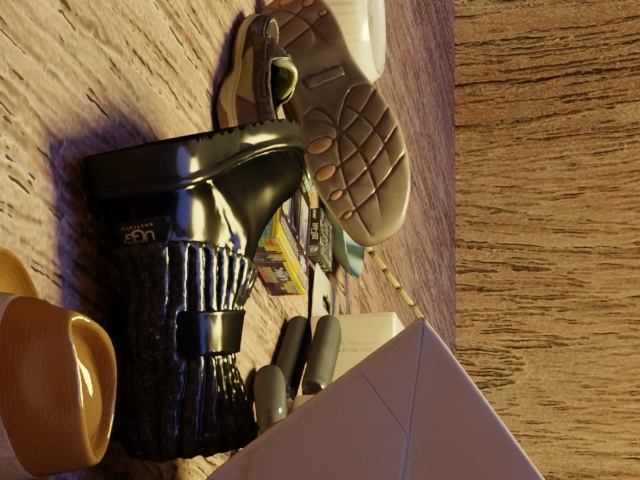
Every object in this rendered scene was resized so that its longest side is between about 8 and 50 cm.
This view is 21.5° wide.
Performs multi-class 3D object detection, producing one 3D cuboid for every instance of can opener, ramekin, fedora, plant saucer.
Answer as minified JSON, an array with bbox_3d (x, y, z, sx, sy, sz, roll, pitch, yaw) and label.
[{"bbox_3d":[-0.026,0.150,1.947,0.283,0.076,0.095,-75,160,-62],"label":"can opener"},{"bbox_3d":[0.021,-0.293,2.212,0.207,0.109,0.207,-3,90,-79],"label":"ramekin"},{"bbox_3d":[-0.183,0.097,1.119,0.194,0.079,0.194,-3,90,-79],"label":"fedora"},{"bbox_3d":[0.031,-0.041,2.396,0.195,0.037,0.195,-3,90,-78],"label":"plant saucer"}]

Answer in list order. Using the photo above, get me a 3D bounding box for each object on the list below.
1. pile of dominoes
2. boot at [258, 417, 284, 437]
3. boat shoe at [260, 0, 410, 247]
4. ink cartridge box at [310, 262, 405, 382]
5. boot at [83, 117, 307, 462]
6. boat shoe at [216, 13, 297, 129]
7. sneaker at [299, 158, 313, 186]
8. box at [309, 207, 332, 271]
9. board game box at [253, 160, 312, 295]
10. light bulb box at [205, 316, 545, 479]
[{"bbox_3d":[0.115,0.099,2.366,0.251,0.040,0.196,53,1,20],"label":"pile of dominoes"},{"bbox_3d":[-0.034,0.340,1.785,0.203,0.095,0.262,73,24,-49],"label":"boot"},{"bbox_3d":[0.020,-0.137,1.988,0.116,0.123,0.324,89,-17,-71],"label":"boat shoe"},{"bbox_3d":[0.060,0.220,2.260,0.207,0.119,0.354,57,32,-71],"label":"ink cartridge box"},{"bbox_3d":[-0.093,0.038,1.452,0.348,0.131,0.260,-22,103,-67],"label":"boot"},{"bbox_3d":[-0.061,-0.177,1.843,0.223,0.073,0.080,-77,162,-53],"label":"boat shoe"},{"bbox_3d":[0.003,-0.109,2.158,0.170,0.074,0.063,-63,148,-69],"label":"sneaker"},{"bbox_3d":[0.000,0.000,2.270,0.083,0.018,0.067,55,34,-70],"label":"box"},{"bbox_3d":[-0.050,-0.032,1.938,0.170,0.048,0.141,66,26,-63],"label":"board game box"},{"bbox_3d":[0.098,0.290,1.427,0.358,0.225,0.361,54,-6,10],"label":"light bulb box"}]
